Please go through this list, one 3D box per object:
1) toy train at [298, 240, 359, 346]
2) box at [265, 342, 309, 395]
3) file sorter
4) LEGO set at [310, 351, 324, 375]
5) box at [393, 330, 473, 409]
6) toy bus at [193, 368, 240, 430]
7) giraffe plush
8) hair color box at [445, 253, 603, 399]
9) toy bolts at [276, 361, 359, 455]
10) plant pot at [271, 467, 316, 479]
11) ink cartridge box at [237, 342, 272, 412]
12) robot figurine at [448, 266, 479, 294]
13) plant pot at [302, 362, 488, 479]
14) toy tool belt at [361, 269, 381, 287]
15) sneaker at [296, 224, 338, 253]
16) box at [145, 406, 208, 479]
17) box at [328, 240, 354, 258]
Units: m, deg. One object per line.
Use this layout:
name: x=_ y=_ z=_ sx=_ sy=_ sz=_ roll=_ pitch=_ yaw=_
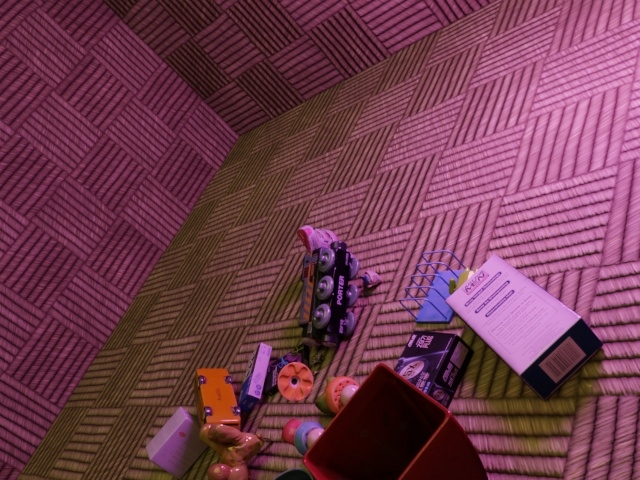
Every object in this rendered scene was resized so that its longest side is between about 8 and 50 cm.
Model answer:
toy train: x=0.017 y=0.168 z=2.031 sx=0.190 sy=0.142 sz=0.333 roll=-22 pitch=56 yaw=51
box: x=-0.104 y=0.402 z=2.057 sx=0.162 sy=0.029 sz=0.116 roll=-38 pitch=26 yaw=21
file sorter: x=0.303 y=0.124 z=1.761 sx=0.118 sy=0.104 sz=0.170 roll=-10 pitch=44 yaw=52
LEGO set: x=-0.014 y=0.366 z=1.979 sx=0.054 sy=0.023 sz=0.083 roll=-38 pitch=27 yaw=17
box: x=0.259 y=0.313 z=1.581 sx=0.147 sy=0.077 sz=0.180 roll=-5 pitch=47 yaw=55
toy bus: x=-0.334 y=0.523 z=2.092 sx=0.332 sy=0.108 sz=0.130 roll=-128 pitch=45 yaw=-64
giraffe plush: x=-0.249 y=0.617 z=1.832 sx=0.181 sy=0.211 sz=0.170 roll=106 pitch=177 yaw=-66
hair color box: x=0.439 y=0.180 z=1.470 sx=0.174 sy=0.105 sz=0.347 roll=-44 pitch=26 yaw=4
toy bolts: x=-0.015 y=0.431 z=1.683 sx=0.158 sy=0.218 sz=0.228 roll=-24 pitch=38 yaw=64
plant pot: x=-0.036 y=0.648 z=1.342 sx=0.293 sy=0.196 sz=0.293 roll=-44 pitch=18 yaw=18
ink cartridge box: x=-0.211 y=0.439 z=2.113 sx=0.097 sy=0.046 sz=0.207 roll=-54 pitch=17 yaw=39
robot figurine: x=0.381 y=0.124 z=1.685 sx=0.101 sy=0.067 sz=0.115 roll=7 pitch=51 yaw=23
plant pot: x=0.173 y=0.454 z=1.324 sx=0.267 sy=0.236 sz=0.267 roll=-50 pitch=26 yaw=-7
toy tool belt: x=0.149 y=0.121 z=2.058 sx=0.051 sy=0.052 sz=0.083 roll=-42 pitch=24 yaw=-12
sneaker: x=0.000 y=0.000 z=2.281 sx=0.111 sy=0.252 sz=0.103 roll=-34 pitch=67 yaw=1
box: x=-0.449 y=0.646 z=2.104 sx=0.170 sy=0.130 sz=0.091 roll=-49 pitch=25 yaw=-8
box: x=0.056 y=0.080 z=2.215 sx=0.102 sy=0.087 sz=0.101 roll=-39 pitch=27 yaw=14
